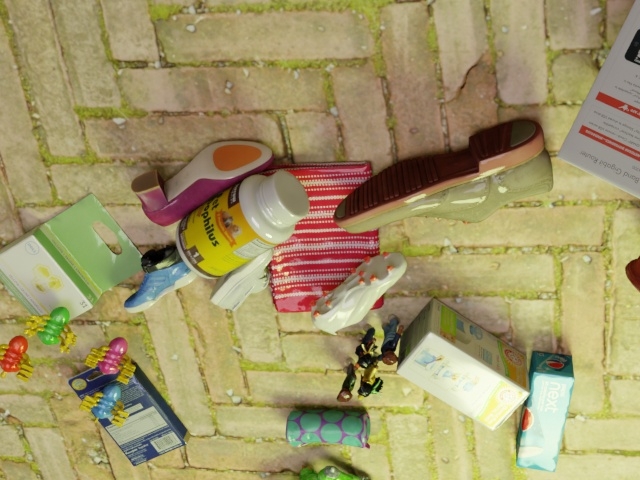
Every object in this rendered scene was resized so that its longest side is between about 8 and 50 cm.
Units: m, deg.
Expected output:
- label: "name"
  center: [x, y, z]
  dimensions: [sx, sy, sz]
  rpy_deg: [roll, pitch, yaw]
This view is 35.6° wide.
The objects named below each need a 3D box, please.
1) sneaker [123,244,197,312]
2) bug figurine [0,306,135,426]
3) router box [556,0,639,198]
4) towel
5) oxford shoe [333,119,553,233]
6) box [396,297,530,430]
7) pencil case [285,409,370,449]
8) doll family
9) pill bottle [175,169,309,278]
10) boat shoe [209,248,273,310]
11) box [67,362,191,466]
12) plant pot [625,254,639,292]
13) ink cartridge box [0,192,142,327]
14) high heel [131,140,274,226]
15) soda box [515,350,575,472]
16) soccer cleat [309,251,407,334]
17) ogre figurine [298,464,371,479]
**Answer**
- label: "sneaker"
  center: [-0.297, 0.062, 1.737]
  dimensions: [0.152, 0.058, 0.084]
  rpy_deg: [-28, 116, 18]
- label: "bug figurine"
  center: [-0.452, 0.222, 1.805]
  dimensions: [0.279, 0.072, 0.216]
  rpy_deg: [30, 124, -13]
- label: "router box"
  center: [0.529, -0.171, 1.309]
  dimensions: [0.335, 0.082, 0.301]
  rpy_deg: [33, 106, 31]
- label: "towel"
  center: [0.000, 0.000, 1.667]
  dimensions: [0.199, 0.031, 0.274]
  rpy_deg: [-1, 118, 10]
- label: "oxford shoe"
  center: [0.192, -0.064, 1.541]
  dimensions: [0.348, 0.123, 0.130]
  rpy_deg: [-18, 120, 17]
- label: "box"
  center: [0.242, 0.210, 1.686]
  dimensions: [0.203, 0.114, 0.103]
  rpy_deg: [32, 117, -8]
- label: "pencil case"
  center: [0.015, 0.349, 1.832]
  dimensions: [0.152, 0.064, 0.070]
  rpy_deg: [0, 102, 11]
- label: "doll family"
  center: [0.087, 0.212, 1.718]
  dimensions: [0.076, 0.111, 0.193]
  rpy_deg: [19, 119, 0]
- label: "pill bottle"
  center: [-0.123, -0.029, 1.591]
  dimensions: [0.215, 0.117, 0.117]
  rpy_deg: [-29, 110, 32]
- label: "boat shoe"
  center: [-0.123, 0.065, 1.698]
  dimensions: [0.063, 0.066, 0.184]
  rpy_deg: [30, 128, -18]
- label: "box"
  center: [-0.366, 0.321, 1.904]
  dimensions: [0.136, 0.036, 0.225]
  rpy_deg: [-26, 110, 22]
- label: "plant pot"
  center: [0.626, -0.010, 1.429]
  dimensions: [0.272, 0.272, 0.265]
  rpy_deg: [22, 111, -2]
- label: "ink cartridge box"
  center: [-0.446, 0.043, 1.761]
  dimensions: [0.235, 0.056, 0.171]
  rpy_deg: [-28, 109, 25]
- label: "high heel"
  center: [-0.182, -0.087, 1.643]
  dimensions: [0.244, 0.082, 0.117]
  rpy_deg: [-20, 145, 5]
- label: "soda box"
  center: [0.389, 0.300, 1.735]
  dimensions: [0.071, 0.067, 0.210]
  rpy_deg: [7, 118, 7]
- label: "soccer cleat"
  center: [0.070, 0.087, 1.654]
  dimensions: [0.196, 0.068, 0.076]
  rpy_deg: [-36, 128, 19]
- label: "ogre figurine"
  center: [0.000, 0.490, 1.896]
  dimensions: [0.197, 0.097, 0.118]
  rpy_deg: [-19, 125, 31]
